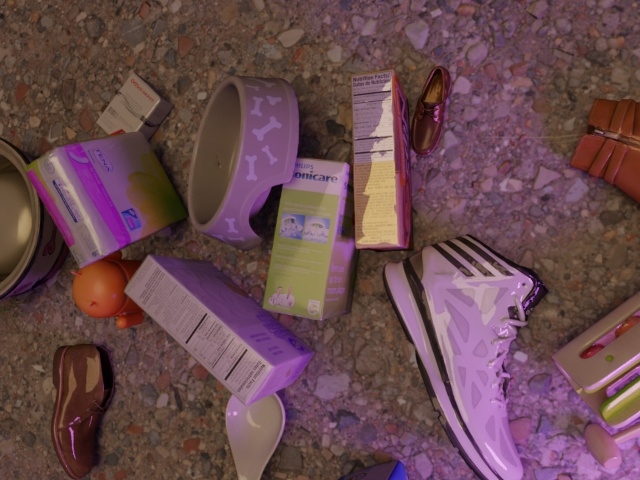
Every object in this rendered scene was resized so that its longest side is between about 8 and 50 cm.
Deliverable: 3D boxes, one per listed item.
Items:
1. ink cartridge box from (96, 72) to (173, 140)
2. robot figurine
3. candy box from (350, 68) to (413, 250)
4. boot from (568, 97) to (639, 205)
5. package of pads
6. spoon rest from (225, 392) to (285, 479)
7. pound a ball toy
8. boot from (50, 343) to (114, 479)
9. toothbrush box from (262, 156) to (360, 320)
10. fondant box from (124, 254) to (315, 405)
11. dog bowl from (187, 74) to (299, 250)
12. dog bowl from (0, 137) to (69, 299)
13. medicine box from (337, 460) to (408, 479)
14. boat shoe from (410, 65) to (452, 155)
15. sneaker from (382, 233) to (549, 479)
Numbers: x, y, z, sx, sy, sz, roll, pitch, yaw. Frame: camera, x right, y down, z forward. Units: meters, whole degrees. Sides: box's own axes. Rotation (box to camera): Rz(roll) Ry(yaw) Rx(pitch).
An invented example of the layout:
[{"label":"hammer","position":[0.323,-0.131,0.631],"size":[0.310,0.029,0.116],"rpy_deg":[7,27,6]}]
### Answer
[{"label":"ink cartridge box","position":[-0.438,-0.300,1.314],"size":[0.109,0.063,0.150],"rpy_deg":[43,99,15]},{"label":"robot figurine","position":[-0.445,0.101,1.207],"size":[0.128,0.219,0.158],"rpy_deg":[9,90,18]},{"label":"candy box","position":[0.121,-0.139,1.058],"size":[0.087,0.183,0.317],"rpy_deg":[-3,85,16]},{"label":"boot","position":[0.544,-0.106,0.962],"size":[0.220,0.109,0.284],"rpy_deg":[18,100,24]},{"label":"package of pads","position":[-0.432,-0.101,1.153],"size":[0.101,0.296,0.229],"rpy_deg":[-24,97,23]},{"label":"spoon rest","position":[-0.133,0.438,1.155],"size":[0.137,0.084,0.277],"rpy_deg":[-5,86,18]},{"label":"pound a ball toy","position":[0.538,0.205,0.939],"size":[0.319,0.136,0.208],"rpy_deg":[-39,115,6]},{"label":"boot","position":[-0.543,0.393,1.286],"size":[0.115,0.112,0.306],"rpy_deg":[-8,82,7]},{"label":"toothbrush box","position":[0.000,0.000,1.076],"size":[0.122,0.206,0.284],"rpy_deg":[7,88,18]},{"label":"fondant box","position":[-0.192,0.166,1.111],"size":[0.330,0.238,0.096],"rpy_deg":[39,97,16]},{"label":"dog bowl","position":[-0.166,-0.158,1.088],"size":[0.348,0.102,0.349],"rpy_deg":[-26,59,55]},{"label":"dog bowl","position":[-0.794,-0.043,1.369],"size":[0.407,0.150,0.409],"rpy_deg":[-1,86,19]},{"label":"medicine box","position":[0.105,0.582,0.972],"size":[0.149,0.263,0.290],"rpy_deg":[-22,80,15]},{"label":"boat shoe","position":[0.215,-0.258,1.100],"size":[0.064,0.060,0.178],"rpy_deg":[14,91,18]},{"label":"sneaker","position":[0.308,0.193,0.982],"size":[0.257,0.169,0.448],"rpy_deg":[-27,76,16]}]
